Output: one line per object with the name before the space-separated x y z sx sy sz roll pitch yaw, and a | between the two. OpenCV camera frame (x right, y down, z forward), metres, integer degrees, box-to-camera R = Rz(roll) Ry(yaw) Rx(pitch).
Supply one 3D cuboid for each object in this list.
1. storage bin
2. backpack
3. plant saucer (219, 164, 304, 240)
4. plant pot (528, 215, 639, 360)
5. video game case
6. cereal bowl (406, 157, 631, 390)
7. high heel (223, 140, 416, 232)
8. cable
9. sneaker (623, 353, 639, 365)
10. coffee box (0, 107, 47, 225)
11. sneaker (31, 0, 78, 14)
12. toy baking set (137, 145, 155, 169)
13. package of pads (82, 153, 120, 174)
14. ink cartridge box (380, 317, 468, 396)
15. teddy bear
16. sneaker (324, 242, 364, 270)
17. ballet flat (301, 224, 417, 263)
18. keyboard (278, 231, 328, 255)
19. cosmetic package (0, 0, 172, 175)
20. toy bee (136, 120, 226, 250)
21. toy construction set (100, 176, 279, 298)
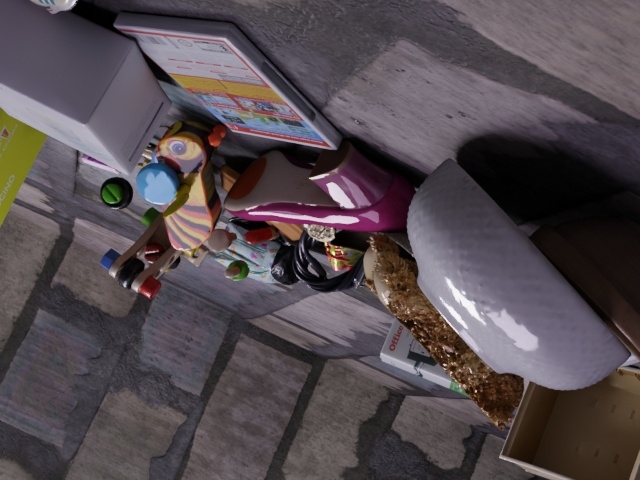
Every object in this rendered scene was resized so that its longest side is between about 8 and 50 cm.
storage bin | 0.523 0.348 2.016 0.262 0.260 0.123 12 162 41
backpack | -0.127 0.023 2.188 0.182 0.115 0.152 22 170 21
plant saucer | -0.100 -0.060 1.856 0.200 0.037 0.200 36 178 1
plant pot | 0.376 0.049 1.309 0.237 0.110 0.237 47 -174 -7
video game case | -0.119 -0.211 1.423 0.204 0.025 0.285 14 164 36
cereal bowl | 0.224 0.062 1.335 0.339 0.141 0.339 47 -174 -6
high heel | -0.005 -0.050 1.629 0.181 0.127 0.377 39 160 -26
cable | 0.032 0.010 1.801 0.150 0.047 0.184 6 128 -9
sneaker | 0.345 0.088 1.592 0.319 0.127 0.208 15 166 30
coffee box | -0.733 -0.194 1.873 0.334 0.338 0.338 20 166 15
sneaker | -0.335 -0.319 1.292 0.075 0.057 0.161 24 171 -27
toy baking set | -0.313 -0.161 1.973 0.197 0.030 0.256 30 166 -36
package of pads | -0.424 -0.165 2.091 0.083 0.050 0.032 19 166 19
ink cartridge box | 0.245 0.214 2.215 0.208 0.153 0.087 20 166 10
teddy bear | 0.187 0.118 1.528 0.338 0.113 0.245 47 -177 0
sneaker | 0.040 0.005 1.860 0.081 0.094 0.208 14 163 43
ballet flat | 0.084 0.001 1.723 0.250 0.058 0.084 16 148 -24
keyboard | 0.000 0.000 1.988 0.180 0.023 0.108 19 -164 -26
cosmetic package | -0.357 -0.224 1.488 0.224 0.138 0.225 26 169 11
toy bee | -0.216 -0.117 1.684 0.162 0.195 0.298 -9 143 21
toy construction set | -0.225 -0.024 1.935 0.309 0.257 0.237 11 -173 15
